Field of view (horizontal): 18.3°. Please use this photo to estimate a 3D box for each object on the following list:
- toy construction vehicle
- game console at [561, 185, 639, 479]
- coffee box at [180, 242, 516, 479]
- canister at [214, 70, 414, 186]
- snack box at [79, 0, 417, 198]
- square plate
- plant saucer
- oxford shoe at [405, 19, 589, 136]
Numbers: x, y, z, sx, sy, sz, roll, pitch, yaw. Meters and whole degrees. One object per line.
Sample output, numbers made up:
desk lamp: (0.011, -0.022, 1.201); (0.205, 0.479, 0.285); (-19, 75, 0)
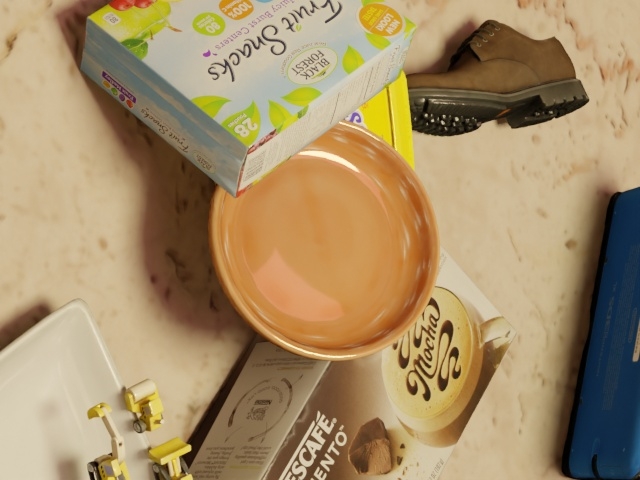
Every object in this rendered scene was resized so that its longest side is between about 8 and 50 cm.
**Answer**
toy construction vehicle: (-0.136, 0.162, 1.523); (0.086, 0.035, 0.098); (-21, 104, -41)
game console: (0.353, 0.105, 1.943); (0.173, 0.250, 0.293); (13, 81, -14)
coffee box: (0.020, 0.144, 1.670); (0.168, 0.119, 0.297); (48, 60, -31)
canister: (-0.008, -0.087, 1.674); (0.170, 0.073, 0.126); (-11, 98, -40)
snack box: (-0.056, -0.152, 1.567); (0.207, 0.174, 0.070); (-38, 159, -34)
square plate: (-0.247, 0.273, 1.482); (0.347, 0.049, 0.344); (-36, 114, -36)
plant saucer: (0.000, 0.000, 1.583); (0.200, 0.037, 0.200); (6, 74, -23)
oxford shoe: (0.141, -0.150, 1.815); (0.227, 0.083, 0.096); (-9, 78, -42)
